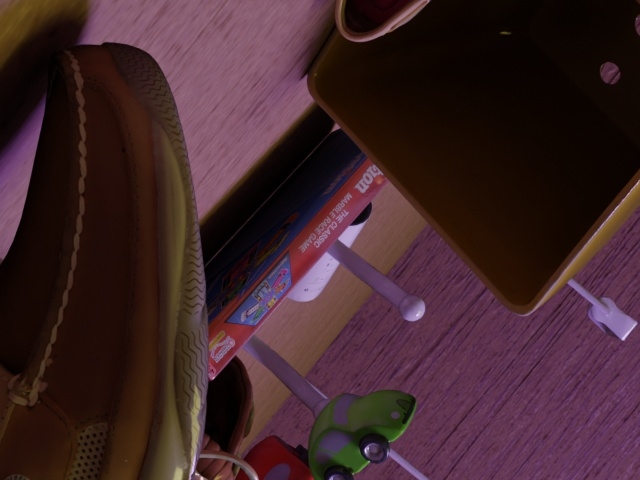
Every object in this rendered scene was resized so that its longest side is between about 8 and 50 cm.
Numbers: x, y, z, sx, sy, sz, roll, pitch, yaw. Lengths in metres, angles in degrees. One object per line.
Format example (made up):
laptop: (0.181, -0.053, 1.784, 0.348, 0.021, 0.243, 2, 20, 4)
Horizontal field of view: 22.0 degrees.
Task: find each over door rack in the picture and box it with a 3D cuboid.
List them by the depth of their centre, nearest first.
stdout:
over door rack: (0.095, 0.071, 1.382, 0.239, 0.324, 0.108, -51, -161, 0)

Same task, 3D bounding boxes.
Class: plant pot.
plant pot: (0.158, -0.118, 1.029, 0.187, 0.212, 0.212, -24, 155, -47)

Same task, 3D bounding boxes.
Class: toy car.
toy car: (-0.015, 0.177, 1.248, 0.225, 0.053, 0.239, -46, -172, 30)

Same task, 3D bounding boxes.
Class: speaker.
speaker: (0.000, 0.000, 1.505, 0.055, 0.055, 0.136, -47, 172, -37)

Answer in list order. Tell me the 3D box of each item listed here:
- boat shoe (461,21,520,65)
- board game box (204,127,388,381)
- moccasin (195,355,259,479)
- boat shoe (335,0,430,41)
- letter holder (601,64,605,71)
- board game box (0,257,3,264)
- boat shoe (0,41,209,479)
boat shoe: (0.099, -0.153, 1.187, 0.233, 0.084, 0.079, -51, 176, -21)
board game box: (-0.030, 0.002, 1.187, 0.281, 0.027, 0.145, -48, -166, -28)
moccasin: (-0.126, 0.176, 1.220, 0.147, 0.139, 0.380, -54, 174, 19)
boat shoe: (0.061, -0.169, 0.896, 0.170, 0.063, 0.059, -55, 179, 41)
letter holder: (0.177, -0.102, 1.448, 0.152, 0.214, 0.302, -50, 174, -12)
board game box: (-0.225, 0.175, 0.811, 0.318, 0.066, 0.319, -50, 173, -12)
boat shoe: (-0.115, 0.086, 0.615, 0.123, 0.116, 0.324, -144, -119, -71)
